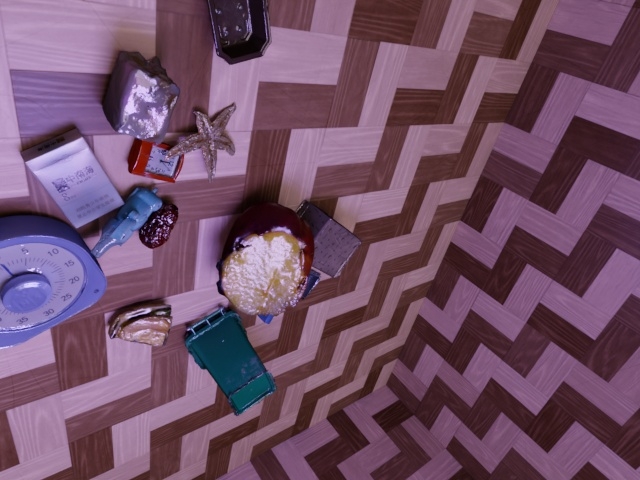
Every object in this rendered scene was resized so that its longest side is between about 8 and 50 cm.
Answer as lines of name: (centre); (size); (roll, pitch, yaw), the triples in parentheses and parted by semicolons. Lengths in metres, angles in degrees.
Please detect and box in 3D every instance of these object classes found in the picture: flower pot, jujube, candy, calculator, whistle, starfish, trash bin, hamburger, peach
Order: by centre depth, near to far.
candy: (-0.471, -0.372, 1.127); (0.137, 0.184, 0.195); (8, 121, -42)
flower pot: (-0.238, -0.633, 1.193); (0.179, 0.084, 0.250); (-28, 140, -25)
whistle: (-0.589, -0.059, 1.314); (0.093, 0.186, 0.273); (40, 71, -15)
starfish: (-0.355, -0.299, 1.374); (0.295, 0.048, 0.231); (-48, 143, -27)
jujube: (-0.526, -0.051, 1.420); (0.165, 0.104, 0.104); (-51, 143, -1)
hamburger: (-0.664, 0.297, 1.592); (0.208, 0.135, 0.155); (11, 99, -33)
peach: (-0.203, 0.078, 1.626); (0.416, 0.339, 0.353); (-67, -172, -13)
trash bin: (-0.373, 0.498, 1.818); (0.259, 0.381, 0.295); (-33, 140, -21)
calculator: (-0.103, 0.199, 2.113); (0.165, 0.028, 0.274); (-53, 145, 2)

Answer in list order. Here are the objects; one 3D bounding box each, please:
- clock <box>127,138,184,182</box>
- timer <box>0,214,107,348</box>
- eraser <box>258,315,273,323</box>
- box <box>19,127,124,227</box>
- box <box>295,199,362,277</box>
clock: (-0.494, -0.244, 1.306); (0.155, 0.061, 0.113); (10, 107, -52)
timer: (-0.831, 0.102, 1.192); (0.395, 0.173, 0.394); (-25, 138, -25)
eraser: (-0.204, 0.205, 1.921); (0.043, 0.144, 0.311); (12, 114, -52)
box: (-0.674, -0.167, 1.193); (0.155, 0.067, 0.242); (-33, 141, -21)
box: (0.000, 0.000, 1.905); (0.225, 0.190, 0.297); (-53, 143, 4)
